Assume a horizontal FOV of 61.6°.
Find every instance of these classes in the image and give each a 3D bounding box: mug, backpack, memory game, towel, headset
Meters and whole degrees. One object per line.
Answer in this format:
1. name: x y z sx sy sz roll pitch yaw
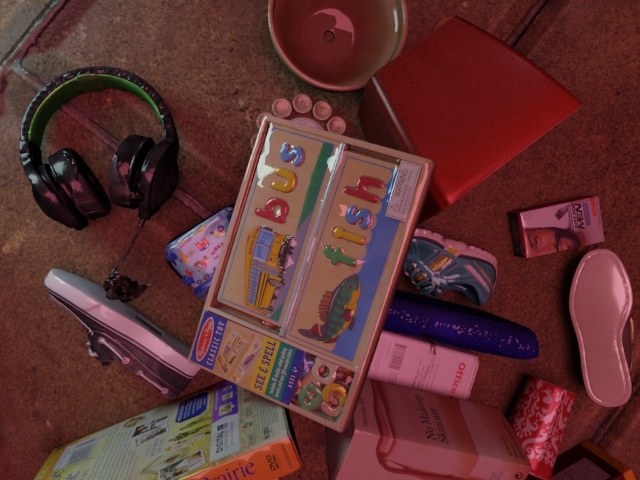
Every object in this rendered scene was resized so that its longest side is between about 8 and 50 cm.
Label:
1. mug: 0.427 0.362 1.061 0.113 0.150 0.169 21 85 27
2. backpack: -0.164 0.044 0.929 0.158 0.117 0.173 -32 101 -5
3. memory game: -0.035 -0.176 0.985 0.186 0.012 0.186 0 93 -8
4. towel: 0.187 0.142 0.932 0.308 0.227 0.076 14 92 -10
5. headset: -0.344 -0.096 0.856 0.243 0.185 0.394 -12 84 -7

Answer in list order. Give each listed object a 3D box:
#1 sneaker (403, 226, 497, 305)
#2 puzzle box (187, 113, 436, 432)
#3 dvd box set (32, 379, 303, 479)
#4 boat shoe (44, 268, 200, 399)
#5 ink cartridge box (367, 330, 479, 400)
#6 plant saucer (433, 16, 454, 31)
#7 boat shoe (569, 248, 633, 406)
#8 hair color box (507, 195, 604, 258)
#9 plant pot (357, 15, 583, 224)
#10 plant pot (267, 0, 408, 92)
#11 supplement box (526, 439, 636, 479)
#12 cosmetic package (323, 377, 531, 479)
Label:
1. sneaker: 0.198 0.045 0.977 0.275 0.107 0.110 16 75 -9
2. puzzle box: -0.022 0.040 0.802 0.272 0.052 0.408 19 95 19
3. dvd box set: -0.248 0.339 0.838 0.421 0.307 0.062 -21 99 -8
4. boat shoe: -0.350 0.166 0.918 0.301 0.108 0.102 39 86 -16
5. ink cartridge box: 0.163 0.254 1.004 0.218 0.092 0.158 17 92 -8
6. plant saucer: 0.248 -0.377 1.014 0.083 0.015 0.083 -1 94 -8
7. boat shoe: 0.557 0.165 1.061 0.109 0.091 0.304 -4 93 29
8. hair color box: 0.462 -0.027 1.051 0.167 0.053 0.093 -12 96 -7
9. plant pot: 0.208 -0.202 0.910 0.267 0.267 0.235 -37 87 -5
10. plant pot: 0.024 -0.371 0.932 0.237 0.110 0.237 -1 95 -9
11. supplement box: 0.520 0.546 1.059 0.194 0.129 0.191 -25 98 -6
12. cosmetic package: 0.166 0.340 0.889 0.296 0.153 0.129 14 111 -11
